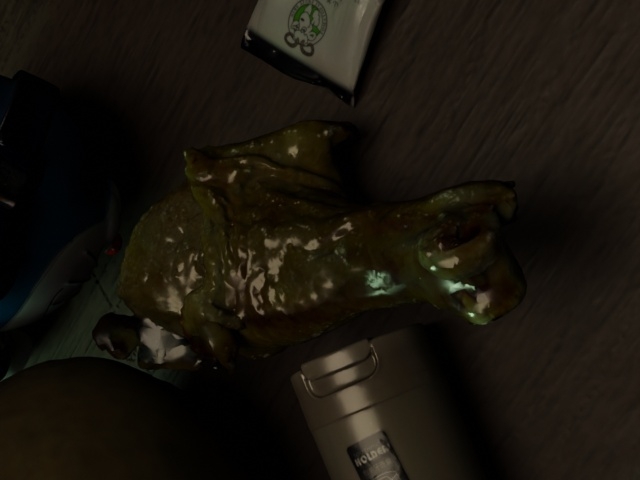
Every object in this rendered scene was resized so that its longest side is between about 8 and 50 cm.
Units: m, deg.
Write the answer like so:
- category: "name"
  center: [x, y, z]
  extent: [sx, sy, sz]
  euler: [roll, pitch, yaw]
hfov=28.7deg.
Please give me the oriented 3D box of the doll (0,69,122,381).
- category: "doll"
  center: [-0.306, -0.001, 1.068]
  extent: [0.240, 0.284, 0.310]
  euler: [30, 109, -18]

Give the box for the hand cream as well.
- category: "hand cream"
  center: [0.035, -0.272, 0.948]
  extent: [0.121, 0.076, 0.336]
  euler: [37, 118, 30]

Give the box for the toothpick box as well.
- category: "toothpick box"
  center: [0.059, 0.161, 0.927]
  extent: [0.111, 0.111, 0.181]
  euler: [-27, 81, 30]

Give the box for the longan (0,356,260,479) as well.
- category: "longan"
  center: [-0.181, 0.244, 0.978]
  extent: [0.297, 0.297, 0.297]
  euler: [2, 95, 31]

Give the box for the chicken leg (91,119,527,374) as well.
- category: "chicken leg"
  center: [0.001, -0.005, 0.921]
  extent: [0.361, 0.140, 0.212]
  euler: [-13, 53, 36]
